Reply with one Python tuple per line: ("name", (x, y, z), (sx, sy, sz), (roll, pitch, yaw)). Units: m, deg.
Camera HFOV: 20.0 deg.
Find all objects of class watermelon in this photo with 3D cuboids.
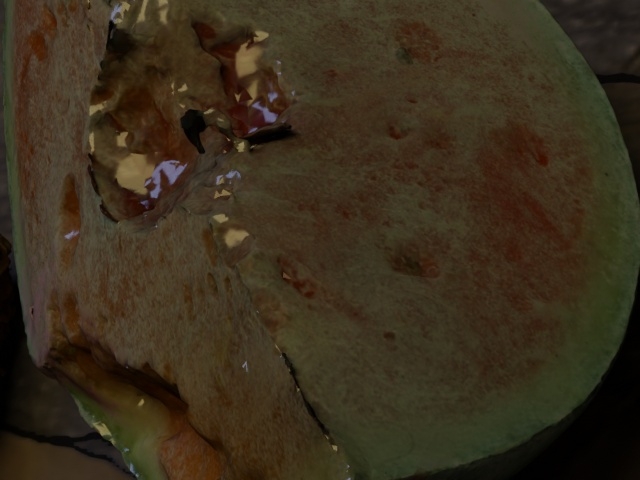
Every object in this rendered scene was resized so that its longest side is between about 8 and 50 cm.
("watermelon", (-0.003, 0.004, 0.693), (0.175, 0.188, 0.322), (115, 144, -43))

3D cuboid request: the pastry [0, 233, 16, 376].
("pastry", (-0.180, 0.062, 0.803), (0.087, 0.063, 0.169), (-3, 61, 41))
